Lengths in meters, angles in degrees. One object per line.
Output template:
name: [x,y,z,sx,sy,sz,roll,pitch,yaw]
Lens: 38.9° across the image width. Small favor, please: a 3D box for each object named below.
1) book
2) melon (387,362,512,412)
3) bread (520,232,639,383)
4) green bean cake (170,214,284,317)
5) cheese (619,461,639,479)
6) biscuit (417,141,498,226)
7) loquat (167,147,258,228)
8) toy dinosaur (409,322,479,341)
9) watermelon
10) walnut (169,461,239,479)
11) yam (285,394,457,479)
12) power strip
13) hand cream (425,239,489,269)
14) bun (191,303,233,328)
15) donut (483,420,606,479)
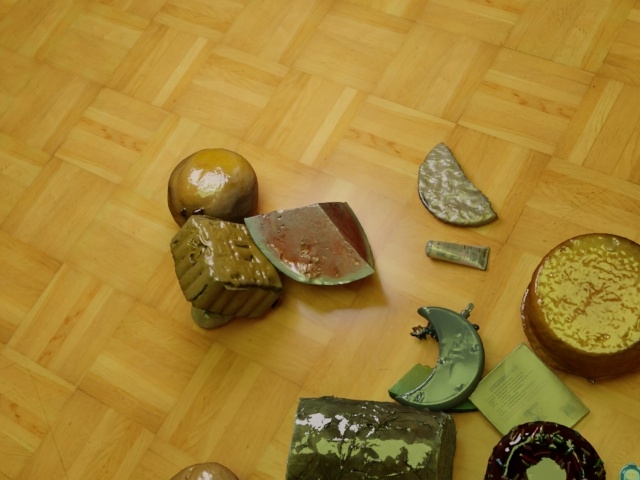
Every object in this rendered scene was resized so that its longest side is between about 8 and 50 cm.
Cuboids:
book: [0.420,0.330,1.843,0.168,0.013,0.192,-40,73,-7]
melon: [0.279,0.316,1.911,0.262,0.053,0.114,4,47,14]
bread: [0.561,0.125,1.843,0.312,0.172,0.312,-6,64,12]
green bean cake: [-0.209,0.060,2.068,0.131,0.230,0.224,-48,50,30]
cheese: [0.596,0.481,1.737,0.047,0.017,0.111,3,64,21]
biscuit: [0.299,-0.116,2.127,0.133,0.032,0.250,-30,59,-1]
loquat: [-0.260,-0.115,2.200,0.238,0.193,0.238,3,49,-4]
toy dinosaur: [0.268,0.191,1.965,0.154,0.049,0.055,-6,59,19]
watermelon: [0.000,0.000,2.076,0.256,0.176,0.260,-28,83,-23]
walnut: [-0.237,0.562,1.843,0.195,0.195,0.221,-15,53,8]
yam: [0.089,0.428,1.793,0.348,0.241,0.241,0,63,13]
power strip: [0.259,0.239,1.879,0.168,0.054,0.253,11,65,20]
hand cream: [0.309,0.028,2.052,0.143,0.039,0.061,11,60,11]
bun: [-0.255,0.151,2.127,0.115,0.069,0.115,-8,60,14]
donut: [0.432,0.461,1.741,0.235,0.089,0.235,-4,72,11]
